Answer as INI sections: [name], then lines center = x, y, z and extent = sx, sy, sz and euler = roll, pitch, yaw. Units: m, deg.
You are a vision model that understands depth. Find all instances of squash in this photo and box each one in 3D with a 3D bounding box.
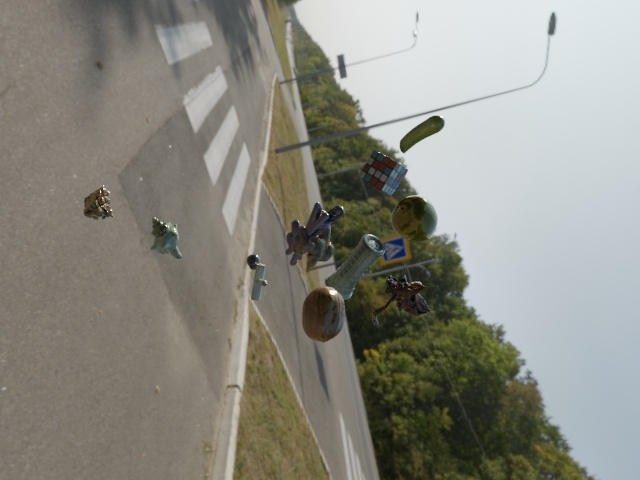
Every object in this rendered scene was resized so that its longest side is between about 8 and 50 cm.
[squash]
center = 0.474, -0.505, 2.199
extent = 0.083, 0.250, 0.083
euler = 32, 42, -35

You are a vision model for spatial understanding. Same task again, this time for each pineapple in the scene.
[pineapple]
center = -0.704, -0.105, 1.484
extent = 0.114, 0.077, 0.115
euler = 69, 31, -53

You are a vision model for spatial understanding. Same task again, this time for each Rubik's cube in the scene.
[Rubik's cube]
center = 0.305, -0.324, 2.257
extent = 0.151, 0.155, 0.154
euler = 36, 12, 31

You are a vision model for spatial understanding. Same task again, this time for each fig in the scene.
[fig]
center = 0.435, -0.099, 2.124
extent = 0.230, 0.207, 0.207
euler = 9, 60, -49

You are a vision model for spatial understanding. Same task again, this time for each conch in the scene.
[conch]
center = -0.681, -0.001, 2.053
extent = 0.114, 0.137, 0.234
euler = 7, -63, 47

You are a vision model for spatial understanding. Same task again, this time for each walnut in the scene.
[walnut]
center = 0.012, 0.274, 1.734
extent = 0.167, 0.167, 0.208
euler = 66, 28, -80

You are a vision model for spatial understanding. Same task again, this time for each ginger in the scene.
[ginger]
center = -0.006, -0.006, 1.714
extent = 0.058, 0.132, 0.214
euler = 4, -82, 46

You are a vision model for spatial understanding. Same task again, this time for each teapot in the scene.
[teapot]
center = -0.312, 0.112, 2.228
extent = 0.088, 0.066, 0.057
euler = 36, 26, -30

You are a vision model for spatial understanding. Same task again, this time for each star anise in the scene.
[star anise]
center = 0.351, 0.275, 2.085
extent = 0.237, 0.346, 0.148
euler = 49, 30, 5

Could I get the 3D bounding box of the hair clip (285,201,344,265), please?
[hair clip]
center = -0.044, -0.032, 1.571
extent = 0.090, 0.278, 0.137
euler = 13, 41, -49

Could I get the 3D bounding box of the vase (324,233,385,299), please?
[vase]
center = 0.151, 0.109, 1.999
extent = 0.299, 0.143, 0.143
euler = -54, -146, 34

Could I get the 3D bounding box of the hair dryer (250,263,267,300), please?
[hair dryer]
center = -0.244, 0.189, 1.907
extent = 0.183, 0.044, 0.155
euler = -146, -116, -71
